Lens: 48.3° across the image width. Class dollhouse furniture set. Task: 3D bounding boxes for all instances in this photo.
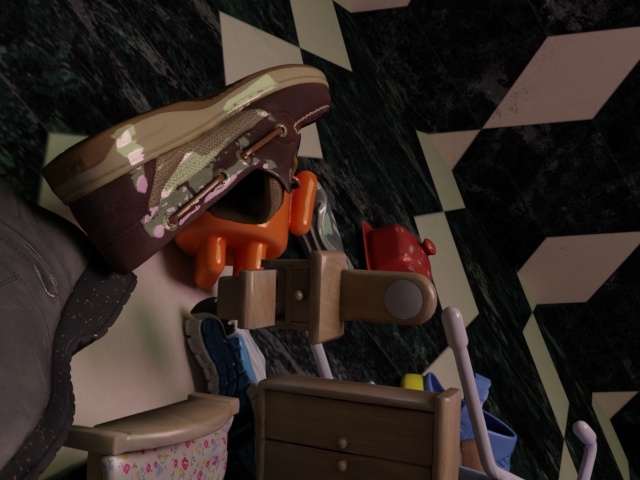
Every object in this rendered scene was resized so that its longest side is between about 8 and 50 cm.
[{"bbox_3d":[-0.035,0.158,0.471,0.355,0.174,0.303,2,89,-65],"label":"dollhouse furniture set"}]

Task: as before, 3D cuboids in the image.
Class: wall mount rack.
[{"bbox_3d":[0.119,0.180,0.748,0.304,0.350,0.130,36,67,-36],"label":"wall mount rack"}]

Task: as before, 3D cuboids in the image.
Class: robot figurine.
[{"bbox_3d":[-0.097,-0.056,0.800,0.128,0.158,0.219,45,43,-59],"label":"robot figurine"}]

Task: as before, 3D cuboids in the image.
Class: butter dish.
[{"bbox_3d":[0.159,0.035,1.328,0.160,0.118,0.160,47,24,-34],"label":"butter dish"}]

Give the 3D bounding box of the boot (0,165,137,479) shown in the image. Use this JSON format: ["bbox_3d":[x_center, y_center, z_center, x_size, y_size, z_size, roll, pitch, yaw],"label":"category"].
[{"bbox_3d":[-0.251,0.036,0.424,0.222,0.118,0.338,50,12,-20],"label":"boot"}]

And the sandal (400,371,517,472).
[{"bbox_3d":[0.253,0.337,1.135,0.317,0.138,0.126,60,19,-7],"label":"sandal"}]

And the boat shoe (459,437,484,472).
[{"bbox_3d":[0.236,0.434,0.974,0.341,0.110,0.121,67,17,-8],"label":"boat shoe"}]

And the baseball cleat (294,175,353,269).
[{"bbox_3d":[0.000,0.000,1.103,0.109,0.072,0.205,49,24,-65],"label":"baseball cleat"}]

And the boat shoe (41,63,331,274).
[{"bbox_3d":[-0.082,-0.068,0.644,0.123,0.123,0.342,62,34,-6],"label":"boat shoe"}]

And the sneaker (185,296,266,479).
[{"bbox_3d":[-0.075,0.150,0.716,0.083,0.071,0.190,42,28,-55],"label":"sneaker"}]

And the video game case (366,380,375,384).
[{"bbox_3d":[0.108,0.317,0.987,0.173,0.022,0.190,52,23,-23],"label":"video game case"}]
